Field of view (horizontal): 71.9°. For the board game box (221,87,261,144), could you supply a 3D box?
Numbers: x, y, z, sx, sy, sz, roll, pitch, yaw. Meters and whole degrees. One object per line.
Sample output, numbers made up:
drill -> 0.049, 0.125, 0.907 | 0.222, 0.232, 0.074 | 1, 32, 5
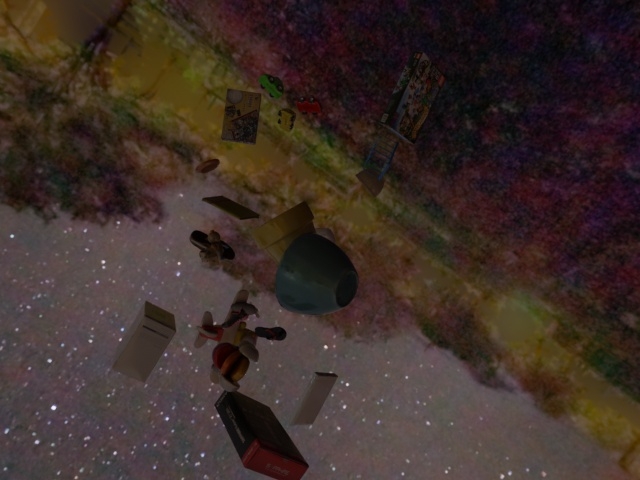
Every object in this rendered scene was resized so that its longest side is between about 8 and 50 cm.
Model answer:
board game box -> -0.380, -0.594, 2.122 | 0.164, 0.244, 0.042 | 7, 177, -5

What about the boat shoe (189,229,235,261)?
boat shoe -> -0.579, 0.037, 2.358 | 0.257, 0.095, 0.095 | 34, 143, -11

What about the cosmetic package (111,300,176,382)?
cosmetic package -> -0.676, 0.385, 1.703 | 0.138, 0.225, 0.224 | 34, 175, -21

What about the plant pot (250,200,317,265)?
plant pot -> -0.111, 0.005, 1.745 | 0.239, 0.253, 0.254 | 60, -178, -7

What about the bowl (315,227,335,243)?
bowl -> 0.000, 0.000, 2.257 | 0.142, 0.053, 0.142 | -4, 143, 16

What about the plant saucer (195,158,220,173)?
plant saucer -> -0.361, -0.237, 1.419 | 0.013, 0.083, 0.083 | 63, -173, 4

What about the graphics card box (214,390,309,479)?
graphics card box -> -0.220, 0.687, 1.571 | 0.232, 0.094, 0.371 | 39, 174, -32

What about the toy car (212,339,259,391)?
toy car -> -0.299, 0.401, 1.475 | 0.136, 0.159, 0.182 | 36, 169, -11

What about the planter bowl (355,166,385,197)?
planter bowl -> 0.273, -0.314, 2.313 | 0.162, 0.109, 0.162 | 49, -171, -10

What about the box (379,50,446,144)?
box -> 0.288, -0.436, 1.366 | 0.159, 0.233, 0.044 | 17, -169, -47

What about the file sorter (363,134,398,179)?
file sorter -> 0.288, -0.403, 2.125 | 0.104, 0.170, 0.118 | 27, 145, -2

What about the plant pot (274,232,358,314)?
plant pot -> 0.014, 0.137, 1.507 | 0.195, 0.291, 0.290 | 18, 173, 35

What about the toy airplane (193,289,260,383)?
toy airplane -> -0.464, 0.504, 2.319 | 0.272, 0.387, 0.384 | 15, -143, 29

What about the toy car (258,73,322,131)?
toy car -> -0.124, -0.515, 1.585 | 0.225, 0.053, 0.239 | 42, 148, -24

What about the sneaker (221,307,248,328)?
sneaker -> -0.349, 0.308, 1.761 | 0.057, 0.119, 0.047 | 62, -179, -19

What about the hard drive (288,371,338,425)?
hard drive -> -0.037, 0.870, 2.426 | 0.040, 0.308, 0.203 | 29, -177, 39

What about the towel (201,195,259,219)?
towel -> -0.347, -0.124, 1.692 | 0.237, 0.021, 0.102 | 26, -153, 35

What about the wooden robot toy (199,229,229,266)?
wooden robot toy -> -0.316, 0.011, 1.276 | 0.076, 0.079, 0.173 | -7, -159, -1

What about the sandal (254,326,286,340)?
sandal -> -0.229, 0.423, 1.985 | 0.179, 0.067, 0.040 | -4, -166, 30
